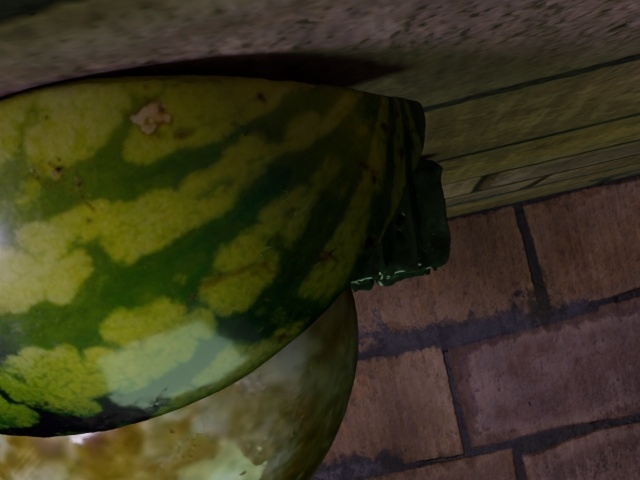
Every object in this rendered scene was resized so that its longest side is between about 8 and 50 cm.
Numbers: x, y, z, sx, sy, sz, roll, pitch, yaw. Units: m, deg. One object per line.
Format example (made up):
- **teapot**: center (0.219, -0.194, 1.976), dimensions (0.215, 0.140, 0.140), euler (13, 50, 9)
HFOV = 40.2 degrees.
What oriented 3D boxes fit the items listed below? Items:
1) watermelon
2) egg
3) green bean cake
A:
- **watermelon**: center (-0.103, 0.018, 0.378), dimensions (0.304, 0.128, 0.159), euler (-13, 178, 15)
- **egg**: center (-0.099, 0.074, 0.537), dimensions (0.238, 0.238, 0.289), euler (-11, 159, -37)
- **green bean cake**: center (0.000, 0.000, 0.830), dimensions (0.194, 0.107, 0.208), euler (-13, 179, -26)
